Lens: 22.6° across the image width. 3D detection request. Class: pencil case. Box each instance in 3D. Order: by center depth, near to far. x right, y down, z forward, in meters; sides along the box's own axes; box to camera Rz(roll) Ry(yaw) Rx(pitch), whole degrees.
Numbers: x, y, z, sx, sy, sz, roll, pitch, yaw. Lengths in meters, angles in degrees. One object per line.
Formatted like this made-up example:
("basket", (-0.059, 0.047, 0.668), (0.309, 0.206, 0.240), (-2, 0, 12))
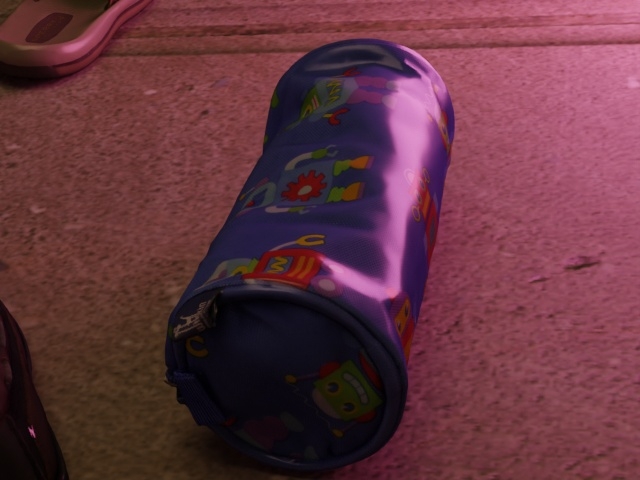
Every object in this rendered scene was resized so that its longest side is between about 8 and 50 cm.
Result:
("pencil case", (0.000, 0.000, 0.892), (0.133, 0.119, 0.306), (-10, 29, 17))

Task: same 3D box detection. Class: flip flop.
("flip flop", (-0.208, -0.224, 1.346), (0.112, 0.080, 0.277), (2, 32, 15))

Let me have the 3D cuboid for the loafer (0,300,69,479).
("loafer", (-0.211, 0.053, 0.869), (0.109, 0.095, 0.302), (-19, 33, -20))
